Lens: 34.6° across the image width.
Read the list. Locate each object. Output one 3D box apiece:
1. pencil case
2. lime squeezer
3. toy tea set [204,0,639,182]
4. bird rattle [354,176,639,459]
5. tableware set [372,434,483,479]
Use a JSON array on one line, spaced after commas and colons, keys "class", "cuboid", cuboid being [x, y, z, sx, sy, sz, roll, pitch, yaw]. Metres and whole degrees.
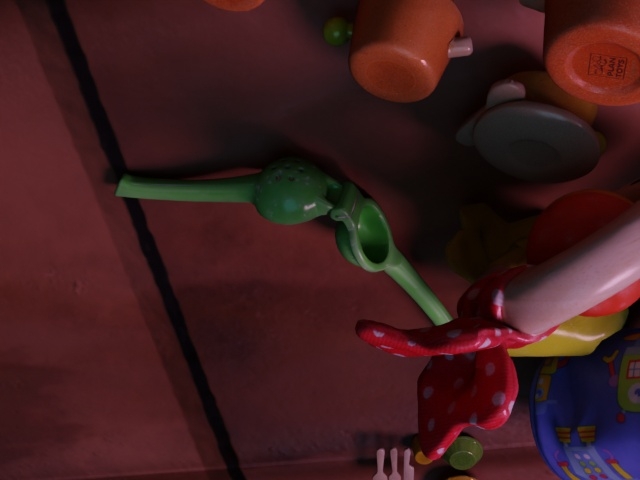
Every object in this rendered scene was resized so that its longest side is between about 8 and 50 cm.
[{"class": "pencil case", "cuboid": [0.287, 0.102, 0.712, 0.119, 0.133, 0.306, 18, 156, -30]}, {"class": "lime squeezer", "cuboid": [0.000, 0.000, 0.780, 0.310, 0.059, 0.110, 25, 123, -10]}, {"class": "toy tea set", "cuboid": [0.080, -0.173, 0.642, 0.336, 0.124, 0.200, 26, 153, -14]}, {"class": "bird rattle", "cuboid": [0.139, 0.017, 0.653, 0.207, 0.253, 0.143, -35, 81, 26]}, {"class": "tableware set", "cuboid": [0.101, 0.237, 0.948, 0.104, 0.024, 0.154, -1, 123, 4]}]
